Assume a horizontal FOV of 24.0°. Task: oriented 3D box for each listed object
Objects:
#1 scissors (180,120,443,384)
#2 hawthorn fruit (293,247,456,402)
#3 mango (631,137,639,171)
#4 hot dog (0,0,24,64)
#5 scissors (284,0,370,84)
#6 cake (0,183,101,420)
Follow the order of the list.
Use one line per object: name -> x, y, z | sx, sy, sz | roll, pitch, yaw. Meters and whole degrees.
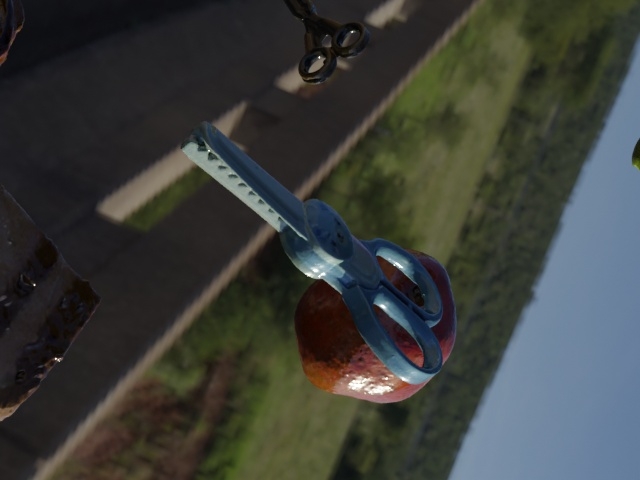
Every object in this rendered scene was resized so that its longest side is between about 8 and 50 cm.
scissors -> 0.000, 0.000, 1.096 | 0.030, 0.256, 0.125 | -35, -152, 28
hawthorn fruit -> 0.062, 0.086, 1.635 | 0.189, 0.189, 0.189 | 22, 90, -86
mango -> 0.342, -0.089, 1.433 | 0.091, 0.074, 0.165 | -33, 164, 19
hot dog -> -0.387, -0.215, 1.283 | 0.175, 0.259, 0.114 | -55, -166, 10
scissors -> -0.014, -0.249, 1.678 | 0.088, 0.017, 0.220 | -38, -140, 7
cake -> -0.407, 0.032, 1.611 | 0.198, 0.196, 0.293 | -51, 136, -22
